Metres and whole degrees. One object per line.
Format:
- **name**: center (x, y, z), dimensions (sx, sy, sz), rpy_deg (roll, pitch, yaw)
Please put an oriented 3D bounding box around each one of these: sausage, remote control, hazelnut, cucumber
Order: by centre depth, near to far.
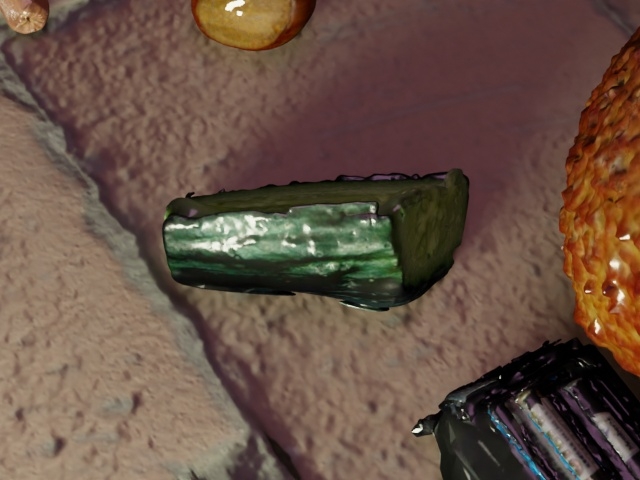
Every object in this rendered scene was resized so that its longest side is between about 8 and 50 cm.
- **remote control**: center (0.215, 0.222, 0.880), dimensions (0.144, 0.062, 0.399), rpy_deg (-28, 65, -21)
- **cucumber**: center (0.000, 0.000, 0.990), dimensions (0.193, 0.085, 0.115), rpy_deg (3, 14, -2)
- **hazelnut**: center (-0.044, -0.171, 1.095), dimensions (0.086, 0.086, 0.086), rpy_deg (2, 58, -4)
- **sausage**: center (-0.234, -0.202, 1.121), dimensions (0.030, 0.035, 0.147), rpy_deg (-8, 54, -48)

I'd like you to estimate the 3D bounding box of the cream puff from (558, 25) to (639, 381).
- **cream puff**: center (0.289, -0.049, 0.919), dimensions (0.350, 0.228, 0.350), rpy_deg (-22, 27, 12)
